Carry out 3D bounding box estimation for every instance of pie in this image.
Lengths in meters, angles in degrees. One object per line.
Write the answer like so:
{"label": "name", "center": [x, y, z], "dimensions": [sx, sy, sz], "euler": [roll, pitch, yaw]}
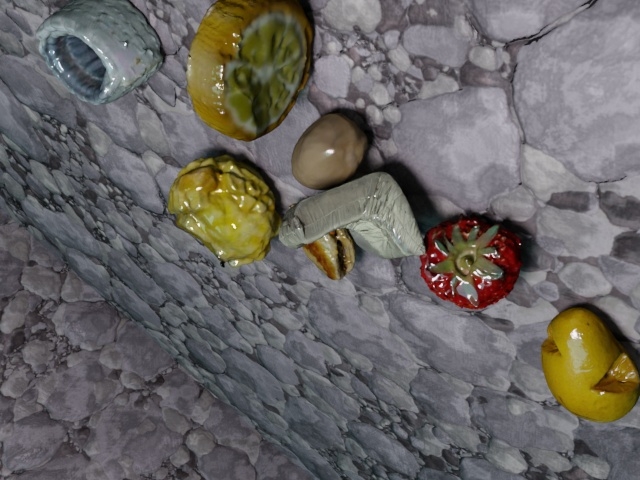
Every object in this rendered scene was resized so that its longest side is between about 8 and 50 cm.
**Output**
{"label": "pie", "center": [0.000, 0.000, 1.399], "dimensions": [0.178, 0.084, 0.205], "euler": [34, 153, 46]}

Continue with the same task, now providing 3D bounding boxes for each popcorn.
{"label": "popcorn", "center": [-0.226, -0.067, 1.452], "dimensions": [0.252, 0.215, 0.286], "euler": [-21, 119, 45]}

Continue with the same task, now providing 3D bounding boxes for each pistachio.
{"label": "pistachio", "center": [0.012, -0.167, 1.200], "dimensions": [0.136, 0.136, 0.226], "euler": [45, 155, -10]}

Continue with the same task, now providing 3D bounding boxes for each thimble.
{"label": "thimble", "center": [-0.473, -0.409, 1.313], "dimensions": [0.250, 0.172, 0.205], "euler": [29, 143, 16]}

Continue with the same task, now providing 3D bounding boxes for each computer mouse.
{"label": "computer mouse", "center": [0.098, -0.023, 1.342], "dimensions": [0.181, 0.056, 0.089], "euler": [41, 141, -3]}

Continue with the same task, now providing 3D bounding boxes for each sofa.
{"label": "sofa", "center": [0.051, -0.014, 1.188], "dimensions": [0.176, 0.225, 0.210], "euler": [68, 166, -1]}

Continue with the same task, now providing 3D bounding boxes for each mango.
{"label": "mango", "center": [0.523, 0.244, 1.198], "dimensions": [0.167, 0.130, 0.262], "euler": [-15, 115, 43]}

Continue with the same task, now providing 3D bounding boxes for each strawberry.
{"label": "strawberry", "center": [0.289, 0.048, 1.163], "dimensions": [0.201, 0.186, 0.184], "euler": [45, -162, -57]}

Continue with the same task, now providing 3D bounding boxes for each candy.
{"label": "candy", "center": [-0.115, -0.298, 1.042], "dimensions": [0.117, 0.260, 0.260], "euler": [28, 145, 21]}
